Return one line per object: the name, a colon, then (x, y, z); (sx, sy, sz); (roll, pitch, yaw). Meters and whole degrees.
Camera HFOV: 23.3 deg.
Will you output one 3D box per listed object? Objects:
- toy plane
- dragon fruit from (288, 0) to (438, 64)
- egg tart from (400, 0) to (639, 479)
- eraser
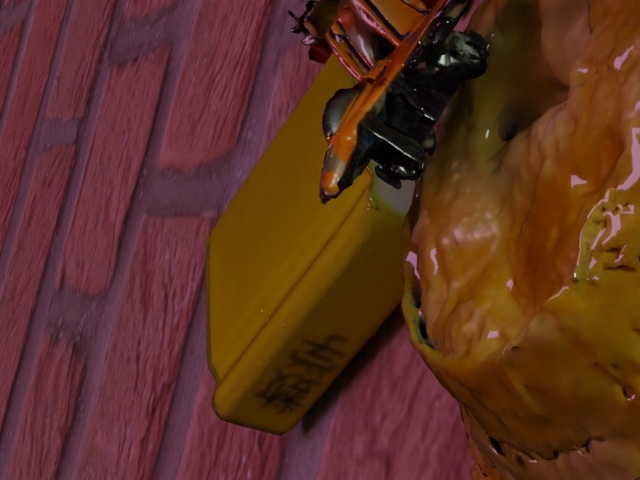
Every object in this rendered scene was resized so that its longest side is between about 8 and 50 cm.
toy plane: (0.031, -0.053, 0.625); (0.135, 0.062, 0.188); (-58, 13, 29)
dragon fruit: (0.038, -0.187, 0.977); (0.192, 0.092, 0.122); (-56, 29, 36)
egg tart: (0.125, -0.017, 0.640); (0.341, 0.129, 0.341); (-48, 35, 49)
eraser: (0.000, 0.000, 0.971); (0.226, 0.069, 0.158); (-53, 32, 41)
